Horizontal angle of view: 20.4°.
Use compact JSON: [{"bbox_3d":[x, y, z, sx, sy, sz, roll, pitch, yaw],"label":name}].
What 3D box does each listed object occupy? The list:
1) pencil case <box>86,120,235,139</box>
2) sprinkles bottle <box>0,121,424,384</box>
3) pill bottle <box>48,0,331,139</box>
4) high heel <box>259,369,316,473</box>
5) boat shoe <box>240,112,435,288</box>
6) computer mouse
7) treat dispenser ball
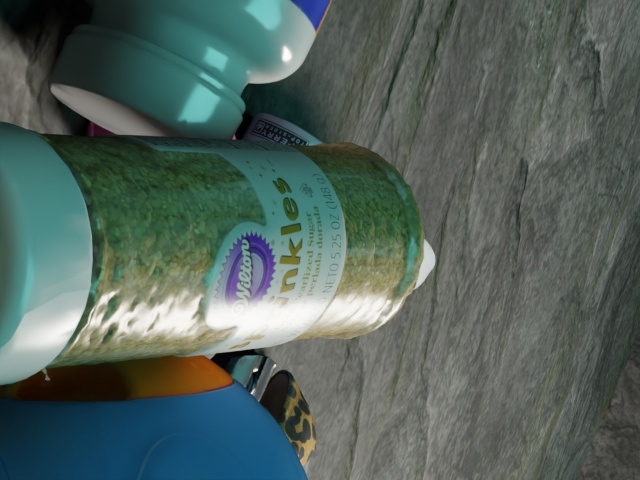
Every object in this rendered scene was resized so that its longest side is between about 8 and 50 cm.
[{"bbox_3d":[-0.086,-0.042,1.217,0.209,0.095,0.098,68,30,-65],"label":"pencil case"},{"bbox_3d":[-0.081,0.003,0.923,0.355,0.121,0.121,-3,112,-57],"label":"sprinkles bottle"},{"bbox_3d":[-0.055,-0.188,1.057,0.272,0.152,0.152,-67,160,-9],"label":"pill bottle"},{"bbox_3d":[-0.088,0.198,1.492,0.261,0.093,0.186,12,80,-62],"label":"high heel"},{"bbox_3d":[0.003,0.002,1.457,0.105,0.113,0.306,-60,157,-6],"label":"boat shoe"},{"bbox_3d":[-0.038,0.086,1.395,0.071,0.041,0.242,18,118,-47],"label":"computer mouse"},{"bbox_3d":[-0.141,0.186,0.994,0.288,0.288,0.288,-53,154,-39],"label":"treat dispenser ball"}]
